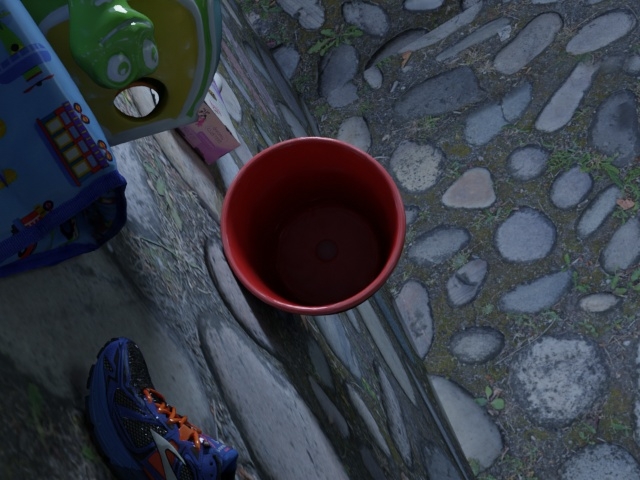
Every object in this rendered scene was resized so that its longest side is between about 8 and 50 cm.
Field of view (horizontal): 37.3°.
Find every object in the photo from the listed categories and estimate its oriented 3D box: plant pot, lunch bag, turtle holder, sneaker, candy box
[{"bbox_3d":[0.000,0.000,1.486,0.275,0.274,0.243,62,0,14],"label":"plant pot"},{"bbox_3d":[-0.247,-0.096,0.774,0.221,0.138,0.293,57,-1,-1],"label":"lunch bag"},{"bbox_3d":[-0.194,-0.217,0.954,0.320,0.243,0.228,-2,-74,54],"label":"turtle holder"},{"bbox_3d":[-0.108,0.172,0.745,0.221,0.087,0.083,61,8,8],"label":"sneaker"},{"bbox_3d":[-0.223,-0.250,1.587,0.165,0.070,0.196,51,11,-48],"label":"candy box"}]

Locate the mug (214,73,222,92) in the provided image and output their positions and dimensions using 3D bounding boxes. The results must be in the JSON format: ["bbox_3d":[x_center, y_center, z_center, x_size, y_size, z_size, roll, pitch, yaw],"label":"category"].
[{"bbox_3d":[-0.213,-0.276,1.783,0.078,0.062,0.064,49,20,-25],"label":"mug"}]
